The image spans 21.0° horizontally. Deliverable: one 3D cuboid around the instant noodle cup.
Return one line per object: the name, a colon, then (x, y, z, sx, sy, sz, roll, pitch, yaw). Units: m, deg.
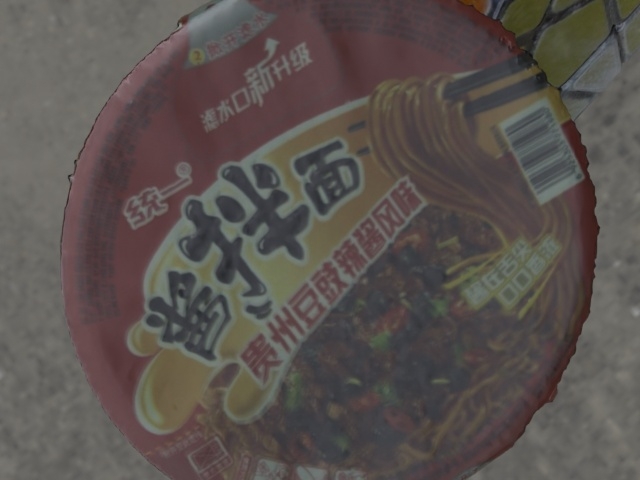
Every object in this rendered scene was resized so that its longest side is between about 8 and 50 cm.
instant noodle cup: (0.000, 0.000, 0.868, 0.274, 0.274, 0.091, 66, 169, -12)

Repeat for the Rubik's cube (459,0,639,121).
Rubik's cube: (0.069, -0.201, 1.072, 0.264, 0.319, 0.319, -15, 109, 9)
